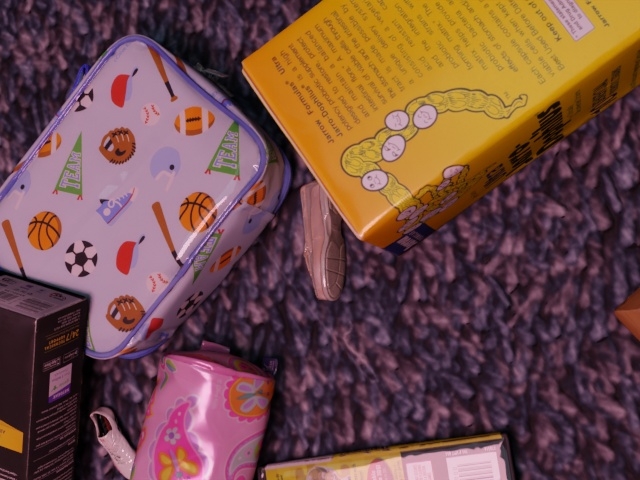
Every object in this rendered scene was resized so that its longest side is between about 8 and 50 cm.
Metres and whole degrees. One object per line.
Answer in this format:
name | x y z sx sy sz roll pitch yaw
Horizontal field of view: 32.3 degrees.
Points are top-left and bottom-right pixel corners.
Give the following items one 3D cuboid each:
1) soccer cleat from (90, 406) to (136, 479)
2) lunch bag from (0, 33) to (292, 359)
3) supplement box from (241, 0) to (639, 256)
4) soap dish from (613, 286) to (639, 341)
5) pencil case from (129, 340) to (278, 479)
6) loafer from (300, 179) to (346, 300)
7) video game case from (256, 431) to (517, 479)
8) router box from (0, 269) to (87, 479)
soccer cleat | -0.211 0.209 1.134 0.029 0.035 0.083 -30 78 9
lunch bag | -0.189 -0.048 1.117 0.243 0.115 0.303 41 96 16
supplement box | 0.143 -0.169 1.003 0.356 0.194 0.195 -36 77 9
soap dish | 0.440 0.046 0.948 0.291 0.118 0.229 -43 76 5
pencil case | -0.129 0.242 1.073 0.124 0.124 0.284 12 87 15
loafer | 0.000 0.000 1.104 0.039 0.045 0.125 -7 76 30
video game case | 0.079 0.334 1.052 0.248 0.035 0.275 -10 83 12
router box | -0.386 0.140 1.104 0.309 0.081 0.243 15 108 22
